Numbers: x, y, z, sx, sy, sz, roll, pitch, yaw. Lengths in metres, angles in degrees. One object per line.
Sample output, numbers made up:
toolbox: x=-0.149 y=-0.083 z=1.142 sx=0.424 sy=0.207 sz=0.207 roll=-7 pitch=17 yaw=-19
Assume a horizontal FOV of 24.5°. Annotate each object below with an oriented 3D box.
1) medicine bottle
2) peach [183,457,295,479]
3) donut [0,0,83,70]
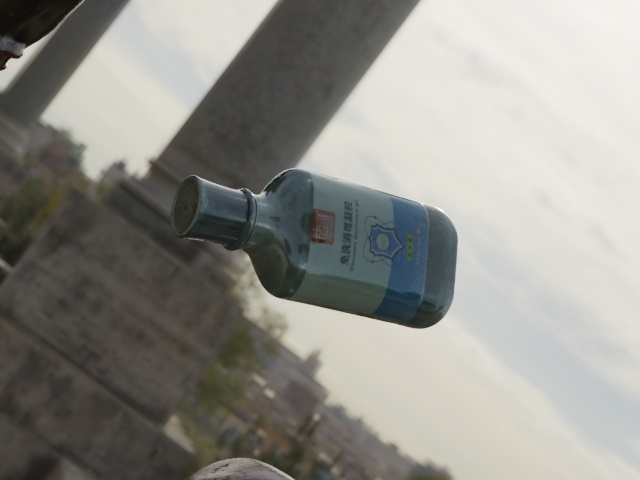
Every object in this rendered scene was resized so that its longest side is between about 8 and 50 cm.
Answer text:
medicine bottle: x=0.000 y=0.000 z=0.995 sx=0.208 sy=0.090 sz=0.053 roll=14 pitch=-16 yaw=-31
peach: x=-0.020 y=0.179 z=0.692 sx=0.152 sy=0.152 sz=0.152 roll=36 pitch=-5 yaw=4
donut: x=-0.182 y=-0.179 z=0.545 sx=0.269 sy=0.269 sz=0.103 roll=39 pitch=34 yaw=-22
